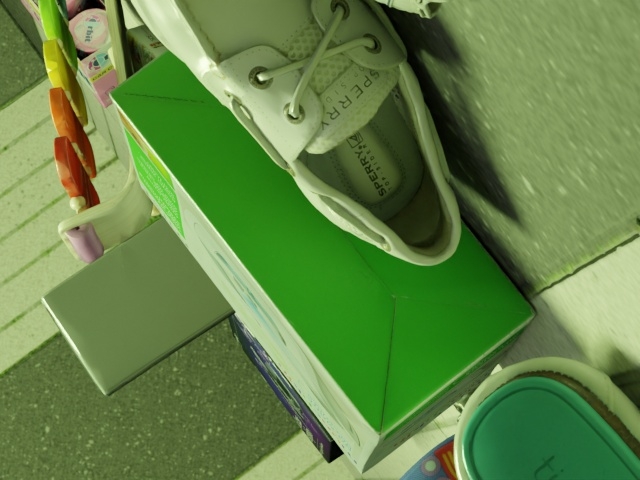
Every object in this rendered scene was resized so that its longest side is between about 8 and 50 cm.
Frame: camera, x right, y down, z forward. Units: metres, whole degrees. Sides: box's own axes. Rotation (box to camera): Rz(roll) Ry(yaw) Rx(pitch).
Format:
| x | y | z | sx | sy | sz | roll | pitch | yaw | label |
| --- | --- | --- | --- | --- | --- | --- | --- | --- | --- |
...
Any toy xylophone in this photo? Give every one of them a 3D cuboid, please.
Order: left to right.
| x | y | z | sx | sy | sz | roll | pitch | yaw | label |
| --- | --- | --- | --- | --- | --- | --- | --- | --- | --- |
| -0.214 | -0.132 | 1.674 | 0.236 | 0.081 | 0.323 | 82 | 178 | -67 | toy xylophone |

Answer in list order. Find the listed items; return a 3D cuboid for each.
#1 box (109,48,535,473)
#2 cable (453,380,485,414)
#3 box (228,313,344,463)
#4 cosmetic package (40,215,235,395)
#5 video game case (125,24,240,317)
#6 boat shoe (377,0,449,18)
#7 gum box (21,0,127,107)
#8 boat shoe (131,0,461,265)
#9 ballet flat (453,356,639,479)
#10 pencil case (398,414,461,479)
| x | y | z | sx | sy | sz | roll | pitch | yaw | label |
| --- | --- | --- | --- | --- | --- | --- | --- | --- | --- |
| 0.000 | 0.000 | 1.133 | 0.262 | 0.126 | 0.231 | 52 | 171 | 8 | box |
| 0.083 | 0.108 | 1.304 | 0.287 | 0.072 | 0.139 | 52 | 178 | 15 | cable |
| -0.007 | 0.120 | 1.823 | 0.184 | 0.103 | 0.261 | 55 | 173 | 10 | box |
| -0.106 | 0.026 | 1.462 | 0.107 | 0.238 | 0.127 | 54 | 173 | 1 | cosmetic package |
| -0.115 | -0.064 | 1.631 | 0.206 | 0.026 | 0.227 | 44 | 149 | 55 | video game case |
| 0.044 | -0.112 | 0.709 | 0.035 | 0.035 | 0.100 | 26 | 167 | 1 | boat shoe |
| -0.274 | -0.248 | 1.936 | 0.188 | 0.062 | 0.107 | 50 | 172 | 23 | gum box |
| 0.000 | -0.086 | 0.870 | 0.277 | 0.098 | 0.096 | 48 | 178 | -43 | boat shoe |
| 0.215 | 0.229 | 0.913 | 0.400 | 0.139 | 0.139 | 56 | 174 | 16 | ballet flat |
| 0.172 | 0.280 | 1.351 | 0.306 | 0.133 | 0.119 | 49 | 135 | 27 | pencil case |
